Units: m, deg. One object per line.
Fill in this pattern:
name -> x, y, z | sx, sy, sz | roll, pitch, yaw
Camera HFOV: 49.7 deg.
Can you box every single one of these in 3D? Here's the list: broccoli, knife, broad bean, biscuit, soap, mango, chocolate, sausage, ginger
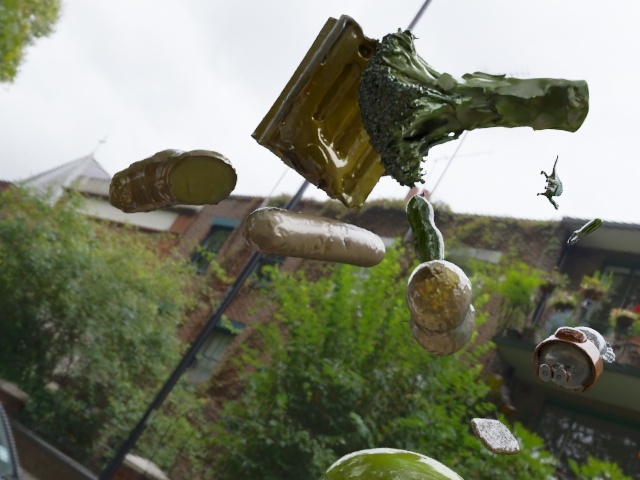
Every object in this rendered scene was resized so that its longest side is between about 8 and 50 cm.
broccoli -> 0.237, -0.205, 1.129 | 0.362, 0.252, 0.221 | 19, -31, 18
knife -> 0.570, -0.020, 1.492 | 0.022, 0.026, 0.184 | 25, -12, 7
broad bean -> 0.233, 0.032, 1.548 | 0.098, 0.317, 0.056 | 11, -25, -14
biscuit -> 0.315, 0.352, 1.241 | 0.147, 0.018, 0.071 | 23, 27, -49
soap -> 0.039, -0.235, 1.298 | 0.259, 0.281, 0.143 | 34, 2, -36
mango -> 0.114, 0.403, 1.034 | 0.273, 0.185, 0.149 | -7, 0, 9
chocolate -> 0.234, 0.135, 1.330 | 0.134, 0.134, 0.309 | 23, -23, 21
sausage -> 0.002, -0.001, 0.930 | 0.066, 0.065, 0.301 | 18, 5, 29
ginger -> -0.313, -0.131, 1.485 | 0.354, 0.190, 0.126 | 2, -59, 39

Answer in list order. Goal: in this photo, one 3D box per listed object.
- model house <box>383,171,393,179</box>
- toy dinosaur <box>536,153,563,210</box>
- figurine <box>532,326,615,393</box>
model house -> 0.063, -0.293, 1.648 | 0.169, 0.244, 0.325 | 2, -81, 50
toy dinosaur -> 0.500, -0.125, 1.482 | 0.060, 0.119, 0.029 | 23, -17, -22
figurine -> 0.558, 0.259, 1.511 | 0.143, 0.143, 0.271 | 13, 3, 38
